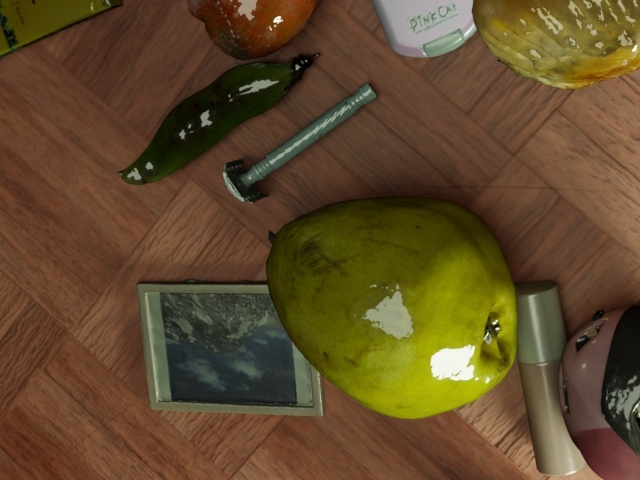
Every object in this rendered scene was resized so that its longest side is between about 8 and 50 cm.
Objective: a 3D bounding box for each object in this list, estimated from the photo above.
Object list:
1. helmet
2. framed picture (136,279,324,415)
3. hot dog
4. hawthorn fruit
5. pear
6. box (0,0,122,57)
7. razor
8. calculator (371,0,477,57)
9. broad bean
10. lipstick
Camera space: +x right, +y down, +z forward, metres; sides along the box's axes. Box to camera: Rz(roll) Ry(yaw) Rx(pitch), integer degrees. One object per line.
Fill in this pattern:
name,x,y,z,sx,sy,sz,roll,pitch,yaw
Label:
helmet,0.379,0.205,1.469,0.154,0.198,0.253,13,115,25
framed picture,-0.134,0.158,1.702,0.281,0.019,0.209,-2,103,17
hot dog,0.342,-0.282,1.264,0.367,0.365,0.196,-22,94,20
hawthorn fruit,-0.086,-0.325,1.493,0.172,0.173,0.173,4,104,16
pear,0.076,0.068,1.486,0.375,0.287,0.287,26,110,27
box,-0.436,-0.360,1.657,0.279,0.041,0.153,-18,96,20
razor,-0.022,-0.137,1.568,0.232,0.106,0.068,-34,92,12
calculator,0.120,-0.358,1.485,0.141,0.045,0.246,-20,96,20
broad bean,-0.147,-0.177,1.601,0.339,0.061,0.077,-30,105,21
lipstick,0.304,0.185,1.546,0.070,0.070,0.255,-8,101,19
